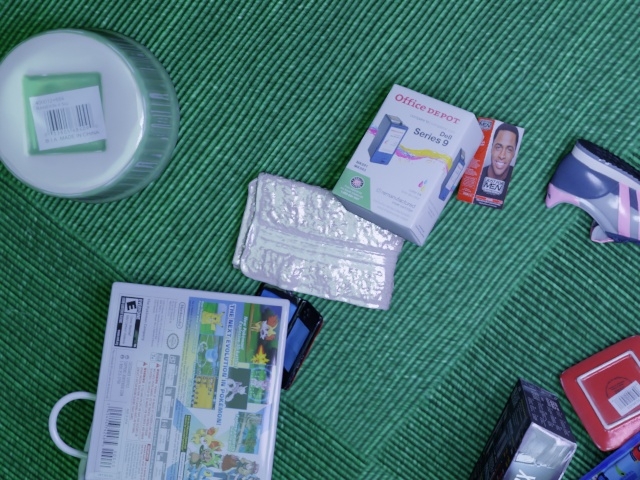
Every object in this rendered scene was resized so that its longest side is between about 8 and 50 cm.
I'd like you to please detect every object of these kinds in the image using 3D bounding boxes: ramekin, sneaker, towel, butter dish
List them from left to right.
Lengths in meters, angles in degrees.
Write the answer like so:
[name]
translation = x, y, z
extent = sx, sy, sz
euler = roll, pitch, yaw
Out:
[ramekin]
translation = -0.398, -0.207, 1.475
extent = 0.304, 0.148, 0.303
euler = 0, 96, 4
[towel]
translation = 0.000, 0.000, 1.521
extent = 0.282, 0.049, 0.187
euler = 13, 97, 2
[butter dish]
translation = 0.509, 0.268, 1.488
extent = 0.160, 0.118, 0.159
euler = -30, 50, 9
[sneaker]
translation = 0.519, -0.033, 1.468
extent = 0.319, 0.112, 0.131
euler = 35, 114, 2

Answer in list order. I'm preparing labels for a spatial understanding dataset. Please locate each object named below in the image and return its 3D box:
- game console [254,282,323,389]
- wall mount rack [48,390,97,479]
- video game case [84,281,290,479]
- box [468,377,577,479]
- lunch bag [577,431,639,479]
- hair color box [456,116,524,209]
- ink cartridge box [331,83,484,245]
[game console]
translation = -0.077, 0.162, 1.528
extent = 0.085, 0.124, 0.144
euler = 23, 98, -26
[wall mount rack]
translation = -0.300, 0.388, 1.549
extent = 0.350, 0.130, 0.304
euler = 18, 93, 2
[video game case]
translation = -0.216, 0.245, 1.473
extent = 0.300, 0.036, 0.328
euler = 6, 80, -1
[box]
translation = 0.303, 0.368, 1.411
extent = 0.077, 0.307, 0.242
euler = 26, 96, 7
[lunch bag]
translation = 0.546, 0.429, 1.435
extent = 0.221, 0.293, 0.138
euler = 21, 59, -4
[hair color box]
translation = 0.281, -0.127, 1.476
extent = 0.072, 0.043, 0.141
euler = 9, 98, -34
[ink cartridge box]
translation = 0.141, -0.123, 1.431
extent = 0.154, 0.093, 0.212
euler = 27, 81, 26
